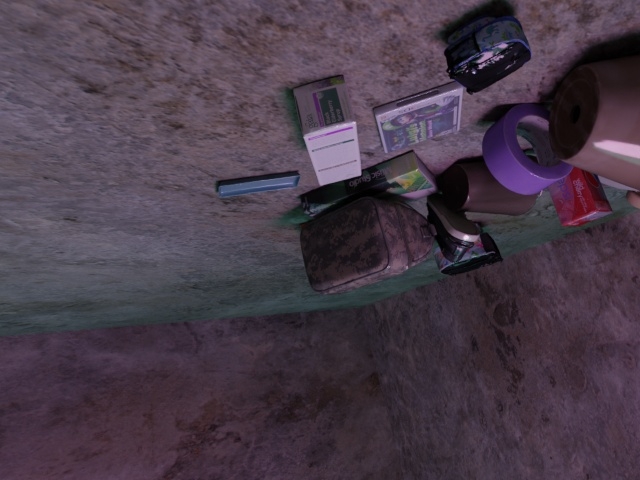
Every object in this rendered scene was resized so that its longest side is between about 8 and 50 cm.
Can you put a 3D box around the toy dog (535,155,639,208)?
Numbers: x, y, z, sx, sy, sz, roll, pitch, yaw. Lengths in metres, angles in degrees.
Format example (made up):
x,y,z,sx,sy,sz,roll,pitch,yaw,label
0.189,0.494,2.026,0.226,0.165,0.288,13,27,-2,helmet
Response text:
x,y,z,sx,sy,sz,roll,pitch,yaw,label
0.776,-0.220,1.350,0.161,0.333,0.220,-55,172,-37,toy dog

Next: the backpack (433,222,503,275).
x,y,z,sx,sy,sz,roll,pitch,yaw,label
0.608,0.048,2.123,0.253,0.191,0.225,-28,158,22,backpack

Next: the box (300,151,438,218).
x,y,z,sx,sy,sz,roll,pitch,yaw,label
0.138,-0.126,1.355,0.321,0.059,0.232,-21,163,22,box

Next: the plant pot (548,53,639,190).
x,y,z,sx,sy,sz,roll,pitch,yaw,label
0.636,-0.238,1.001,0.280,0.323,0.323,3,163,-3,plant pot

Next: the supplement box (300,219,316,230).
x,y,z,sx,sy,sz,roll,pitch,yaw,label
0.000,0.000,1.646,0.080,0.078,0.233,-18,165,4,supplement box

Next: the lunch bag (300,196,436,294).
x,y,z,sx,sy,sz,roll,pitch,yaw,label
0.130,0.020,1.361,0.305,0.213,0.256,-25,160,40,lunch bag

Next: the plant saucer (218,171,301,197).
x,y,z,sx,sy,sz,roll,pitch,yaw,label
-0.143,-0.132,1.168,0.192,0.018,0.067,-10,164,-15,plant saucer

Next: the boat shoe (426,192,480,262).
x,y,z,sx,sy,sz,roll,pitch,yaw,label
0.363,-0.041,1.432,0.127,0.113,0.340,11,-156,-9,boat shoe

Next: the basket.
x,y,z,sx,sy,sz,roll,pitch,yaw,label
0.469,-0.149,1.399,0.226,0.154,0.204,-4,151,-20,basket

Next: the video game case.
x,y,z,sx,sy,sz,roll,pitch,yaw,label
0.206,-0.250,1.042,0.173,0.022,0.190,-16,165,9,video game case

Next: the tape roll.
x,y,z,sx,sy,sz,roll,pitch,yaw,label
0.463,-0.203,1.115,0.188,0.189,0.080,-8,164,-21,tape roll

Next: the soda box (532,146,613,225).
x,y,z,sx,sy,sz,roll,pitch,yaw,label
0.593,-0.170,1.202,0.083,0.263,0.092,1,159,-39,soda box

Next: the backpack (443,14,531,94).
x,y,z,sx,sy,sz,roll,pitch,yaw,label
0.263,-0.302,0.790,0.114,0.084,0.105,-20,163,36,backpack

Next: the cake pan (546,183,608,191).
x,y,z,sx,sy,sz,roll,pitch,yaw,label
0.867,-0.201,1.595,0.293,0.054,0.293,-5,179,0,cake pan

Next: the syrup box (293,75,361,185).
x,y,z,sx,sy,sz,roll,pitch,yaw,label
0.019,-0.195,0.938,0.096,0.093,0.237,-14,164,2,syrup box
